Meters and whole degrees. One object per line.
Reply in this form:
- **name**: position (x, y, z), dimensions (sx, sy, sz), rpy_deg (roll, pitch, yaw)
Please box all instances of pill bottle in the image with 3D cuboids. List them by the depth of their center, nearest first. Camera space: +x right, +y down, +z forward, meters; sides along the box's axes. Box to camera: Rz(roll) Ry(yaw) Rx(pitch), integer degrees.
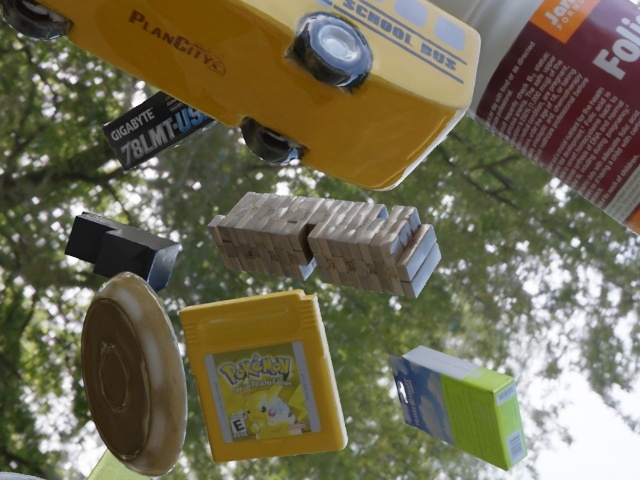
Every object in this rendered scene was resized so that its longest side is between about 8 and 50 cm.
- **pill bottle**: position (0.318, -0.196, 1.105), dimensions (0.392, 0.224, 0.224), rpy_deg (38, -43, 12)

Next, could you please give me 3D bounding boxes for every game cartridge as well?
- **game cartridge**: position (-0.115, 0.270, 1.771), dimensions (0.285, 0.052, 0.324), rpy_deg (-10, -81, 16)

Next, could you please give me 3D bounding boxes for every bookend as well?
- **bookend**: position (-0.294, 0.017, 1.261), dimensions (0.156, 0.157, 0.072), rpy_deg (19, -86, 1)

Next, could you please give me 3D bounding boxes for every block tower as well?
- **block tower**: position (0.000, 0.000, 1.294), dimensions (0.335, 0.097, 0.091), rpy_deg (6, -48, 34)

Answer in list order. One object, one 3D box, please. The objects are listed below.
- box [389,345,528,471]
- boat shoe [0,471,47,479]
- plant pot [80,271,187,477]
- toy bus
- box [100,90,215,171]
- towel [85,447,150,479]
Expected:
- **box**: position (0.164, 0.196, 1.082), dimensions (0.178, 0.042, 0.109), rpy_deg (14, -56, 53)
- **boat shoe**: position (-0.300, 0.262, 0.720), dimensions (0.095, 0.335, 0.112), rpy_deg (-46, -115, 10)
- **plant pot**: position (-0.221, 0.155, 1.016), dimensions (0.236, 0.032, 0.237), rpy_deg (14, -72, 52)
- **toy bus**: position (-0.058, -0.157, 0.608), dimensions (0.332, 0.130, 0.108), rpy_deg (27, -39, -14)
- **box**: position (-0.077, -0.208, 1.106), dimensions (0.295, 0.293, 0.073), rpy_deg (-23, -81, 41)
- **towel**: position (-0.360, 0.414, 1.703), dimensions (0.102, 0.237, 0.021), rpy_deg (31, -50, -2)
